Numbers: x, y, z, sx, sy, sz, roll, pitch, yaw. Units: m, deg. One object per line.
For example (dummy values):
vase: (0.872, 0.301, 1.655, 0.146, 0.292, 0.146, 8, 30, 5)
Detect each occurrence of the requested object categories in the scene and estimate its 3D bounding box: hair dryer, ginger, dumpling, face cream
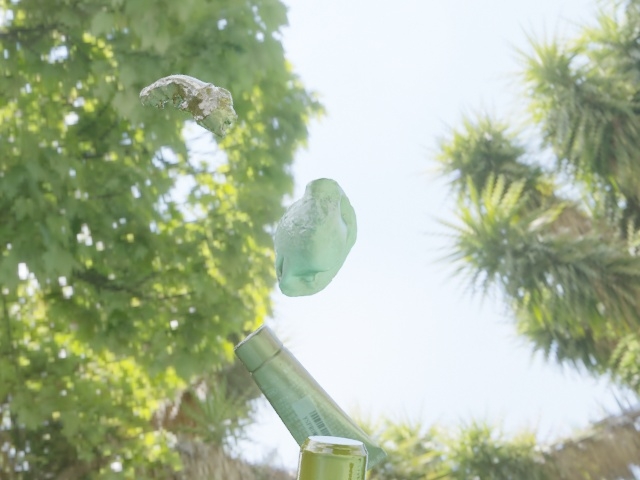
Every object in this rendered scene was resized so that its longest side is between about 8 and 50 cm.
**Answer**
hair dryer: (0.105, 0.329, 1.357, 0.278, 0.135, 0.090, 6, -5, 0)
ginger: (-0.194, -0.210, 1.617, 0.051, 0.173, 0.070, 20, -87, -57)
dumpling: (-0.002, 0.001, 1.868, 0.152, 0.108, 0.219, 17, -84, -14)
face cream: (-0.031, 0.315, 2.036, 0.137, 0.341, 0.084, -38, 1, 8)
